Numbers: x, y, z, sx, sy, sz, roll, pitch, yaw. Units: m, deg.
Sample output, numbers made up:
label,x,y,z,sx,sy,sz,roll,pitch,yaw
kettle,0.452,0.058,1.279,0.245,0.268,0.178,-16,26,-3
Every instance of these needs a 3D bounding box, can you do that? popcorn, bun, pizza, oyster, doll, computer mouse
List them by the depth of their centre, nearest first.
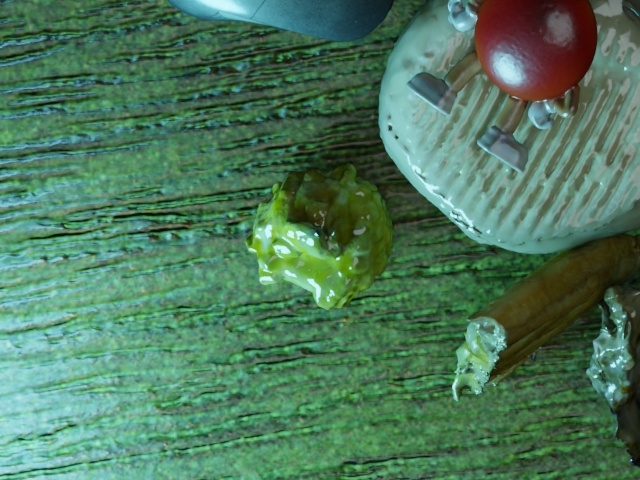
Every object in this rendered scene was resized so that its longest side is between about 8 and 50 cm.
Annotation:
label,x,y,z,sx,sy,sz,roll,pitch,yaw
doll,0.203,-0.198,1.731,0.183,0.085,0.217,41,121,14
bun,0.255,-0.154,1.871,0.359,0.211,0.360,2,97,13
computer mouse,-0.021,-0.313,1.903,0.379,0.090,0.167,6,105,-1
pizza,0.218,0.102,1.931,0.075,0.280,0.288,54,134,14
oyster,0.393,0.162,1.943,0.361,0.096,0.221,31,97,-40
popcorn,-0.001,-0.004,1.957,0.173,0.142,0.173,-5,127,-7
